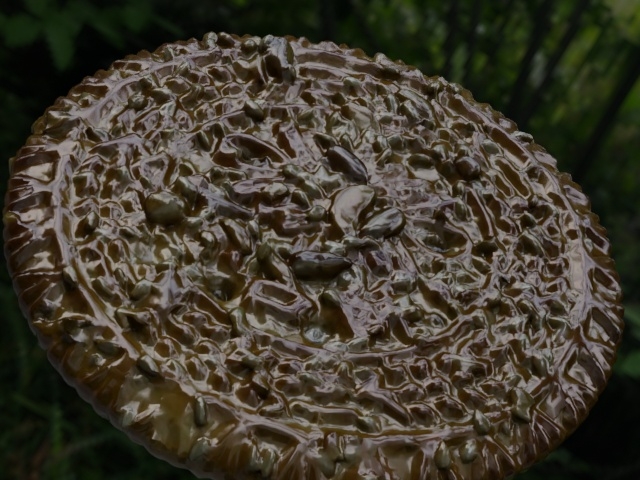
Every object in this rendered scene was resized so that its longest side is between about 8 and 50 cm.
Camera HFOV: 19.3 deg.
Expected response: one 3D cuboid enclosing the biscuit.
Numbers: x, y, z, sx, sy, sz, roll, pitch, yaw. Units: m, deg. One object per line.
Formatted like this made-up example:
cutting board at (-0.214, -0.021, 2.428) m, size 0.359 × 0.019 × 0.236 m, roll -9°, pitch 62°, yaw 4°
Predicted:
biscuit at (0.000, 0.000, 0.888) m, size 0.305 × 0.038 × 0.305 m, roll 9°, pitch 45°, yaw -9°
